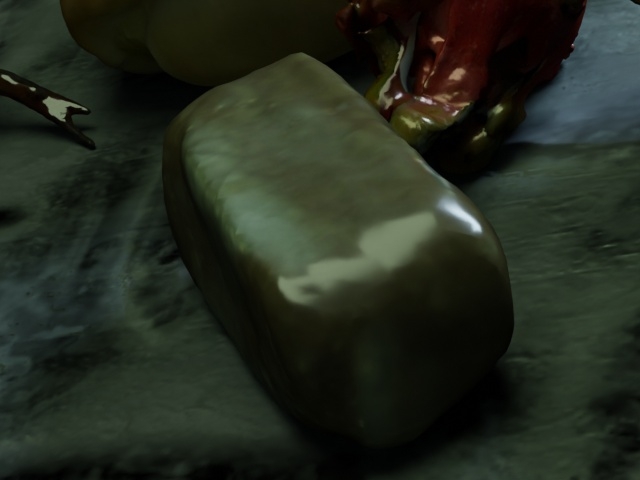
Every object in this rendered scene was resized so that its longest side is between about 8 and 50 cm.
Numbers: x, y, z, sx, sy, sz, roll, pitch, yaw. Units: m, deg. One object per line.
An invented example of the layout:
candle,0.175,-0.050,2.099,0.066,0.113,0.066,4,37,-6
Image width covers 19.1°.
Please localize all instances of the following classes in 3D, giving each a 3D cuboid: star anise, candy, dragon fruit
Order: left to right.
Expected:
star anise,-0.203,-0.101,1.168,0.144,0.158,0.140,15,41,-8
candy,0.000,0.000,0.842,0.104,0.102,0.234,-24,32,-9
dragon fruit,0.072,-0.115,0.978,0.150,0.133,0.208,3,47,26

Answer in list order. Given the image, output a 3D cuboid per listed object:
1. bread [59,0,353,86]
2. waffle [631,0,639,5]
bread,-0.026,-0.227,1.131,0.315,0.211,0.270,-16,31,11
waffle,0.253,-0.151,0.802,0.224,0.098,0.328,-24,28,-8
